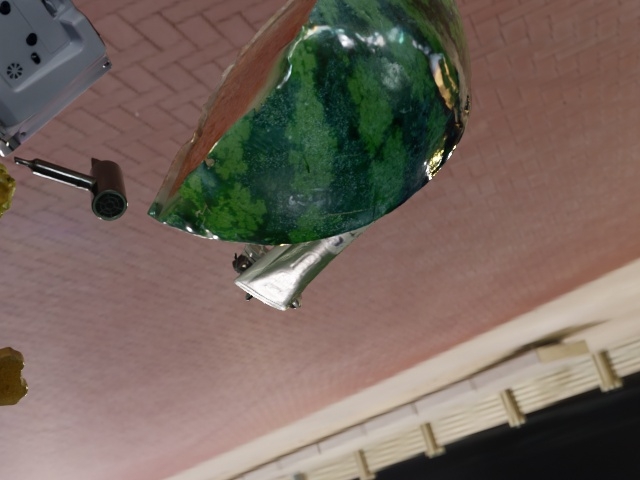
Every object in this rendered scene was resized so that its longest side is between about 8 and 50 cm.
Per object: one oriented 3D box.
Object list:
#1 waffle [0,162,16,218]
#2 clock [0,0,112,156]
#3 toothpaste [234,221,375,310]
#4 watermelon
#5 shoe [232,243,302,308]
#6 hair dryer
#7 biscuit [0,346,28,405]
[{"bbox_3d":[-0.734,-0.054,1.680,0.324,0.302,0.068,19,162,27],"label":"waffle"},{"bbox_3d":[-0.375,-0.239,1.024,0.186,0.083,0.253,-45,137,-15],"label":"clock"},{"bbox_3d":[0.000,0.000,1.249,0.098,0.061,0.392,32,140,-14],"label":"toothpaste"},{"bbox_3d":[0.005,-0.164,0.885,0.319,0.292,0.222,9,143,3],"label":"watermelon"},{"bbox_3d":[-0.113,0.082,1.711,0.099,0.169,0.071,-38,-166,16],"label":"shoe"},{"bbox_3d":[-0.549,-0.153,1.924,0.248,0.196,0.078,20,114,-28],"label":"hair dryer"},{"bbox_3d":[-0.620,0.249,1.500,0.225,0.036,0.166,-13,130,-24],"label":"biscuit"}]
